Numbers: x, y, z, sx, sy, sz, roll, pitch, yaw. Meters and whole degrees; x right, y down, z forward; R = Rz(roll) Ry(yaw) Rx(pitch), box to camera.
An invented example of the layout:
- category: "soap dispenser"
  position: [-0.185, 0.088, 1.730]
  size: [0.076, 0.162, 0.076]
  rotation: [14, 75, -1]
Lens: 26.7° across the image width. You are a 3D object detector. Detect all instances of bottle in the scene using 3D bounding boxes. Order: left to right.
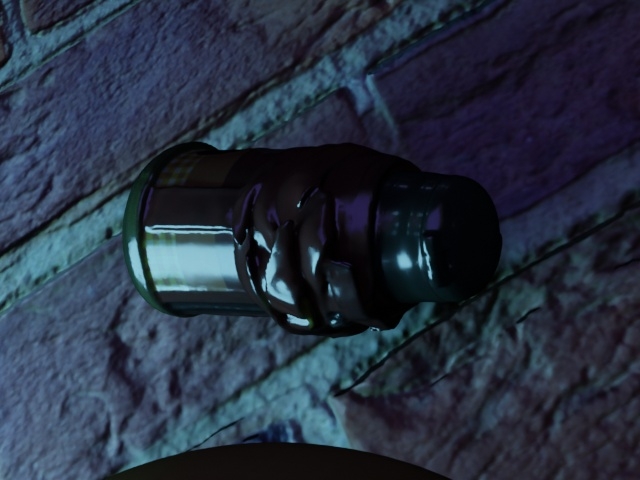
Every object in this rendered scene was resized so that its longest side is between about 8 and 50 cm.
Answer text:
- category: "bottle"
  position: [0.000, 0.000, 0.954]
  size: [0.271, 0.143, 0.156]
  rotation: [2, 20, 35]

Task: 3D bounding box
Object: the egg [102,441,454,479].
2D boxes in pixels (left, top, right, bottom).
- category: "egg"
  position: [-0.009, 0.249, 0.653]
  size: [0.373, 0.301, 0.301]
  rotation: [19, 68, 23]
